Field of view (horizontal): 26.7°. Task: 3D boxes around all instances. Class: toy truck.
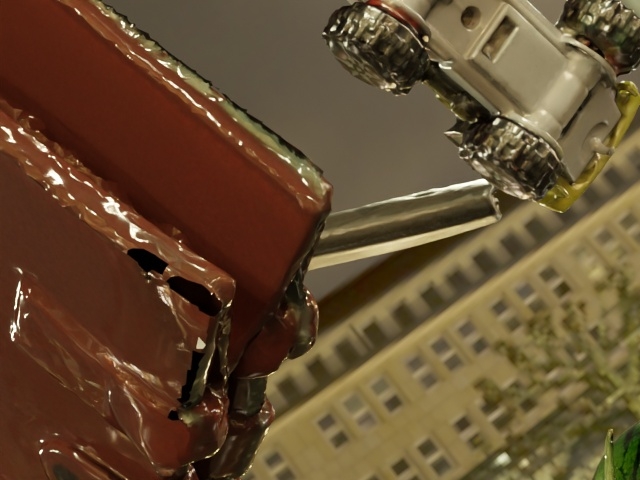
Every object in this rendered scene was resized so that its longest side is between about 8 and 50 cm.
[{"bbox_3d":[0.081,-0.131,0.811,0.286,0.111,0.136,39,-98,-26],"label":"toy truck"}]

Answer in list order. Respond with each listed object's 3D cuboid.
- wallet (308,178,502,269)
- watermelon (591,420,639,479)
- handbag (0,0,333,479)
[{"bbox_3d":[0.000,0.000,1.181,0.321,0.044,0.170,-13,-4,8],"label":"wallet"},{"bbox_3d":[0.299,0.222,1.057,0.215,0.188,0.188,10,-50,-41],"label":"watermelon"},{"bbox_3d":[-0.131,0.000,0.476,0.084,0.275,0.260,-37,-20,-37],"label":"handbag"}]
